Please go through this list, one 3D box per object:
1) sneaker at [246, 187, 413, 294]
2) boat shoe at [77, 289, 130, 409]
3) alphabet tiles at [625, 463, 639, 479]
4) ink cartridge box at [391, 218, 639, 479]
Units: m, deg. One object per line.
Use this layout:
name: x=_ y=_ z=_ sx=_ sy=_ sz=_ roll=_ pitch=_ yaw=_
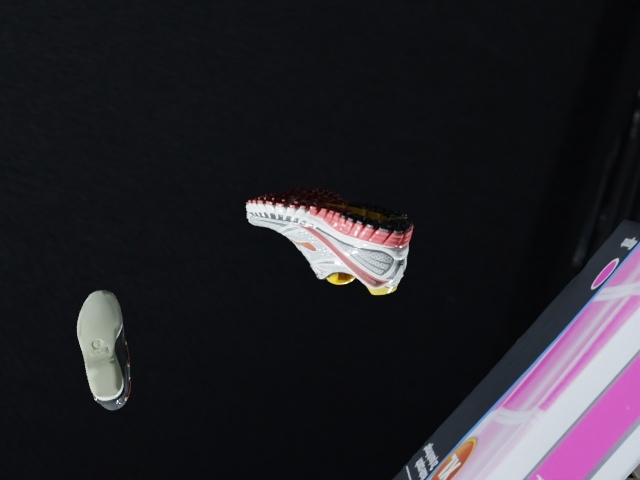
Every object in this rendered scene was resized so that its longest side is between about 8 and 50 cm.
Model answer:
sneaker: x=0.000 y=0.000 z=1.517 sx=0.088 sy=0.225 sz=0.093 roll=-13 pitch=-66 yaw=-42
boat shoe: x=-0.230 y=0.116 z=1.488 sx=0.048 sy=0.133 sz=0.042 roll=-10 pitch=-30 yaw=-2
alphabet tiles: x=0.283 y=0.319 z=1.268 sx=0.278 sy=0.021 sz=0.284 roll=36 pitch=-100 yaw=13
ink cartridge box: x=0.095 y=0.146 z=0.800 sx=0.069 sy=0.176 sz=0.371 roll=39 pitch=-88 yaw=-3
